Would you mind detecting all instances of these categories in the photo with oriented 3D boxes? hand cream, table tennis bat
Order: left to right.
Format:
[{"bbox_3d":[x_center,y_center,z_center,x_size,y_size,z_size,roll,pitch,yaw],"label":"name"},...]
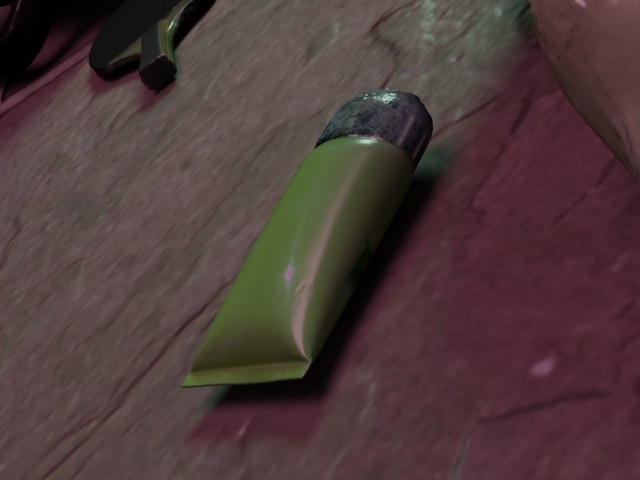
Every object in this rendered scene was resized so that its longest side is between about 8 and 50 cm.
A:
[{"bbox_3d":[-0.125,-0.164,1.339,0.130,0.019,0.220,-37,24,12],"label":"table tennis bat"},{"bbox_3d":[0.000,0.000,0.865,0.095,0.046,0.175,-8,47,49],"label":"hand cream"}]

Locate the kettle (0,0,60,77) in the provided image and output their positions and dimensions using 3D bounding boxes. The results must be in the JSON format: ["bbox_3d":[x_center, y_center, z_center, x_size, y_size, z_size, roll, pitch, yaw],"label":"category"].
[{"bbox_3d":[-0.243,-0.283,1.556,0.203,0.262,0.308,-14,5,-33],"label":"kettle"}]

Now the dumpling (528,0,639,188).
[{"bbox_3d":[0.168,-0.099,0.697,0.166,0.126,0.216,-18,27,10],"label":"dumpling"}]
